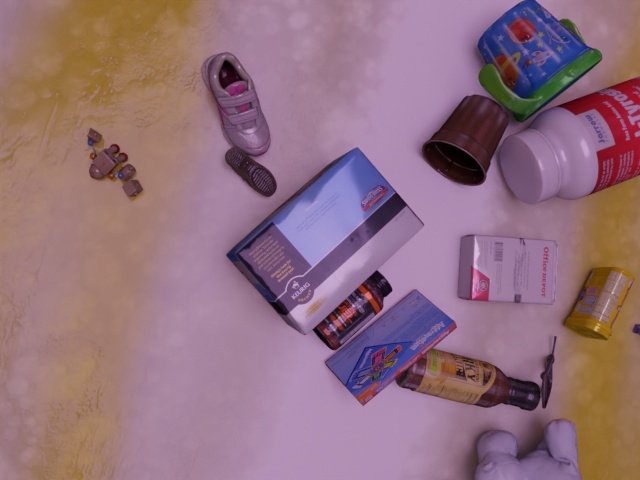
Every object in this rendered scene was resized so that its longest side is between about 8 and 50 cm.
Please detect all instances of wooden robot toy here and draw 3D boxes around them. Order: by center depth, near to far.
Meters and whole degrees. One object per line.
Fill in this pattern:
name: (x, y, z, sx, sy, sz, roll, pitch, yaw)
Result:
wooden robot toy: (-0.465, -0.158, 1.538, 0.079, 0.076, 0.173, -38, 98, 25)

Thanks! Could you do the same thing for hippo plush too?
hippo plush: (0.480, 0.564, 1.648, 0.237, 0.294, 0.234, -2, 129, 10)

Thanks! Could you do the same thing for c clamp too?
c clamp: (0.550, 0.326, 1.710, 0.022, 0.161, 0.137, 6, 111, 23)

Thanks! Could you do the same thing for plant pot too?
plant pot: (0.353, -0.243, 1.667, 0.167, 0.167, 0.165, 37, 73, -9)

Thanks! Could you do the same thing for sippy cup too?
sippy cup: (0.502, -0.439, 1.676, 0.240, 0.305, 0.224, -39, 85, 23)

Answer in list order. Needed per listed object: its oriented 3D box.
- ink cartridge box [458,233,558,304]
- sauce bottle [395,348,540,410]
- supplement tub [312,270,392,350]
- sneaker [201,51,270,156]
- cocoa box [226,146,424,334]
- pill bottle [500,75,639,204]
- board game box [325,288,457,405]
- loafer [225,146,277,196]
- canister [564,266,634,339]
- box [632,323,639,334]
ink cartridge box: (0.453, 0.071, 1.707, 0.218, 0.092, 0.158, 4, 88, -10)
sauce bottle: (0.352, 0.332, 1.670, 0.345, 0.111, 0.111, 15, 85, -13)
supplement tub: (0.070, 0.152, 1.614, 0.198, 0.106, 0.106, -41, 97, -11)
sneaker: (-0.187, -0.305, 1.566, 0.103, 0.111, 0.252, -29, 95, -12)
cocoa box: (0.000, 0.000, 1.537, 0.347, 0.231, 0.228, -42, 97, -10)
pill bottle: (0.652, -0.233, 1.688, 0.408, 0.229, 0.228, -21, 93, -12)
board game box: (0.161, 0.241, 1.620, 0.281, 0.145, 0.027, -37, 134, -11)
loafer: (-0.158, -0.158, 1.602, 0.056, 0.050, 0.148, -47, 114, -6)
canister: (0.690, 0.153, 1.740, 0.073, 0.126, 0.169, 31, 81, -10)
box: (0.869, 0.243, 1.798, 0.136, 0.081, 0.028, 22, 84, -11)
